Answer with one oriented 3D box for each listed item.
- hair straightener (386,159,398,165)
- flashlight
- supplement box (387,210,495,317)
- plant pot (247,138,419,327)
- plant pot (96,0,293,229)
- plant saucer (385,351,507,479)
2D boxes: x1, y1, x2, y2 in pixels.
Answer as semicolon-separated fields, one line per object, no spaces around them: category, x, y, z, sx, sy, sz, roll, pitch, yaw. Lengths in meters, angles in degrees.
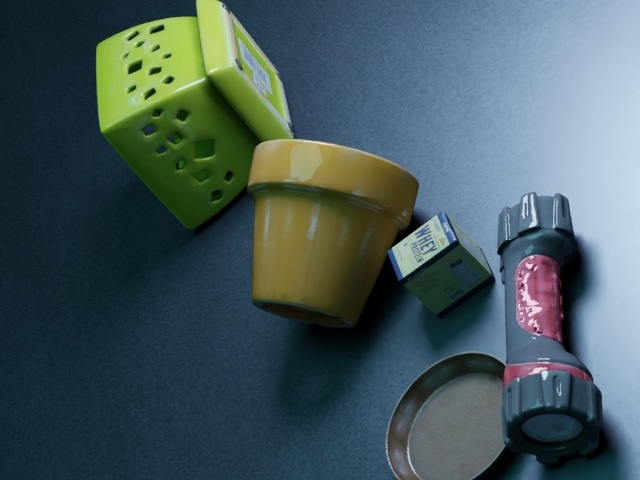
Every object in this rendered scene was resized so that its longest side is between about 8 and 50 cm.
hair straightener;0.008;-0.079;1.911;0.230;0.047;0.089;6;18;39
flashlight;0.235;0.079;1.517;0.103;0.103;0.304;0;49;7
supplement box;0.138;0.028;1.670;0.083;0.083;0.056;-37;37;14
plant pot;0.000;0.000;1.759;0.205;0.205;0.188;0;73;45
plant pot;-0.171;-0.194;2.075;0.207;0.228;0.227;-29;40;15
plant saucer;0.145;0.197;1.555;0.168;0.029;0.168;-27;42;27
